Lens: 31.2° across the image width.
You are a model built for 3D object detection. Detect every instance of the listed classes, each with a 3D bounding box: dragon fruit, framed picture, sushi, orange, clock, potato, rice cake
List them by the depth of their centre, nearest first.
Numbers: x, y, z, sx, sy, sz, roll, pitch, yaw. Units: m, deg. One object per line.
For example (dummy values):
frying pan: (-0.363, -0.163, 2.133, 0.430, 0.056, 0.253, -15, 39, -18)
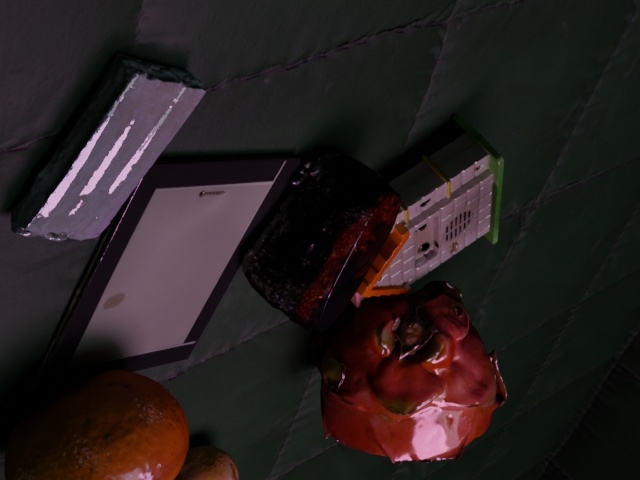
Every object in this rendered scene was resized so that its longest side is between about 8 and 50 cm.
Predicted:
rice cake: (-0.212, -0.084, 1.134, 0.211, 0.038, 0.124, -54, 153, 18)
orange: (-0.266, 0.246, 1.363, 0.224, 0.170, 0.224, -31, -174, 4)
framed picture: (-0.183, 0.038, 1.378, 0.265, 0.016, 0.347, -8, 137, -51)
sushi: (0.000, 0.000, 1.468, 0.225, 0.126, 0.136, -61, 161, 16)
clock: (0.131, -0.026, 1.658, 0.255, 0.106, 0.220, -33, 150, -15)
dragon fruit: (0.133, 0.177, 1.761, 0.305, 0.305, 0.226, -23, 118, -38)
potato: (-0.201, 0.415, 1.777, 0.150, 0.146, 0.234, 2, 136, -17)
